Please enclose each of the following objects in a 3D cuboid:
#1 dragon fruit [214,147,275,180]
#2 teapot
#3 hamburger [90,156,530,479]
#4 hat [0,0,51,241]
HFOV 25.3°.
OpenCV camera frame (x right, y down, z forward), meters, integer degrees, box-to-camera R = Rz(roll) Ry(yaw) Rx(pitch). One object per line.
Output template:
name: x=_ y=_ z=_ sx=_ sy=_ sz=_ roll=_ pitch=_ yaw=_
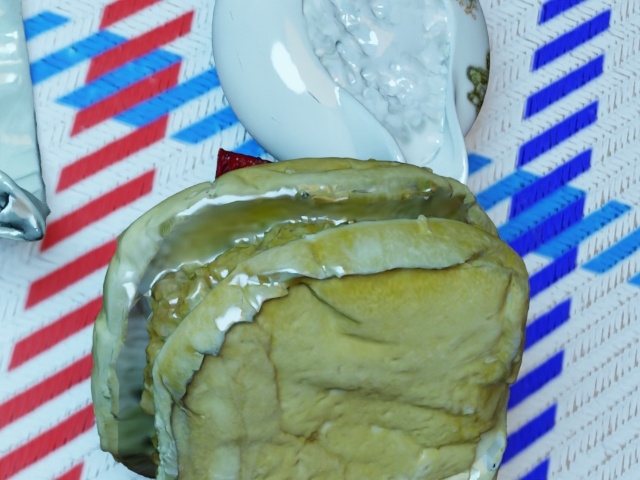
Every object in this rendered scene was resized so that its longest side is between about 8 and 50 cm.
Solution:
dragon fruit: x=0.000 y=0.000 z=0.962 sx=0.106 sy=0.162 sz=0.083 roll=31 pitch=74 yaw=-47
teapot: x=0.023 y=-0.151 z=0.996 sx=0.204 sy=0.139 sz=0.298 roll=-17 pitch=83 yaw=-22
hamburger: x=-0.008 y=0.078 z=0.854 sx=0.259 sy=0.283 sz=0.145 roll=-5 pitch=38 yaw=-21
hat: x=-0.292 y=-0.115 z=0.833 sx=0.301 sy=0.168 sz=0.258 roll=-6 pitch=90 yaw=-33
